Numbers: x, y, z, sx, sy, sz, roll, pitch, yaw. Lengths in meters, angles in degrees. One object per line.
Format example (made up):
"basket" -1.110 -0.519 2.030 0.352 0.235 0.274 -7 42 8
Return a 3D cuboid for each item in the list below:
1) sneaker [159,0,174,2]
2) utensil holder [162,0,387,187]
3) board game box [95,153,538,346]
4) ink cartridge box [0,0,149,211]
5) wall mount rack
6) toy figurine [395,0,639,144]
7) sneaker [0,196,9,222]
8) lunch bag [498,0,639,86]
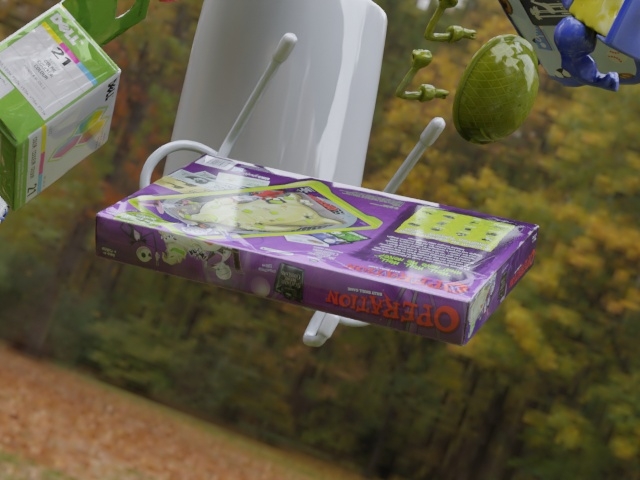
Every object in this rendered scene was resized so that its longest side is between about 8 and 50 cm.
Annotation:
"sneaker" -0.110 -0.288 1.387 0.081 0.208 0.094 1 -60 39
"utensil holder" -0.072 -0.203 2.371 0.327 0.385 0.327 11 -7 1
"board game box" 0.000 0.000 1.316 0.347 0.056 0.208 13 19 21
"ink cartridge box" -0.238 -0.166 1.483 0.097 0.255 0.189 49 -21 6
"wall mount rack" -0.026 -0.054 1.744 0.350 0.304 0.130 29 -9 -9
"toy figurine" 0.265 -0.239 1.498 0.191 0.362 0.217 18 13 -43
"sneaker" -0.477 -0.052 2.028 0.112 0.131 0.296 -30 -3 38
"lunch bag" 0.410 -0.399 1.975 0.385 0.239 0.328 -21 -53 24
